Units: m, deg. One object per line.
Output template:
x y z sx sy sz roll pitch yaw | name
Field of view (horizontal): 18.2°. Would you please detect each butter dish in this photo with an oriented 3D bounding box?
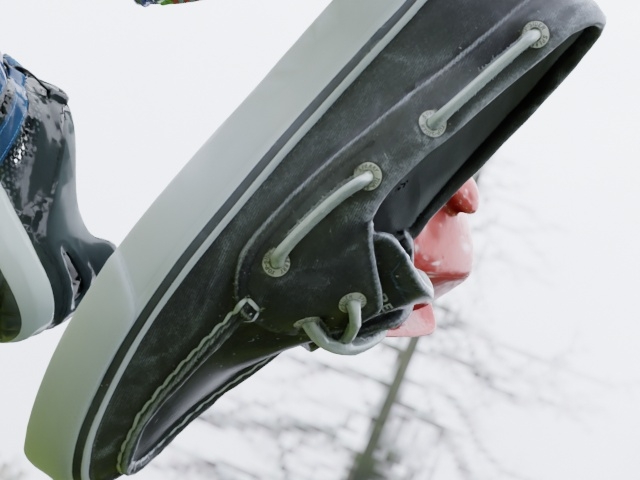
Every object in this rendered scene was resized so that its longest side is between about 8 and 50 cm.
0.064 -0.018 1.484 0.118 0.160 0.160 -25 -15 28 | butter dish

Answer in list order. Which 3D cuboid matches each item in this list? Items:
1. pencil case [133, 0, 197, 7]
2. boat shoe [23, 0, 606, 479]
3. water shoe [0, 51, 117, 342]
-0.127 -0.230 1.169 0.119 0.133 0.306 21 -4 18 | pencil case
0.000 0.000 0.830 0.102 0.301 0.108 40 -1 15 | boat shoe
-0.154 -0.057 0.859 0.073 0.080 0.203 -12 -79 42 | water shoe
